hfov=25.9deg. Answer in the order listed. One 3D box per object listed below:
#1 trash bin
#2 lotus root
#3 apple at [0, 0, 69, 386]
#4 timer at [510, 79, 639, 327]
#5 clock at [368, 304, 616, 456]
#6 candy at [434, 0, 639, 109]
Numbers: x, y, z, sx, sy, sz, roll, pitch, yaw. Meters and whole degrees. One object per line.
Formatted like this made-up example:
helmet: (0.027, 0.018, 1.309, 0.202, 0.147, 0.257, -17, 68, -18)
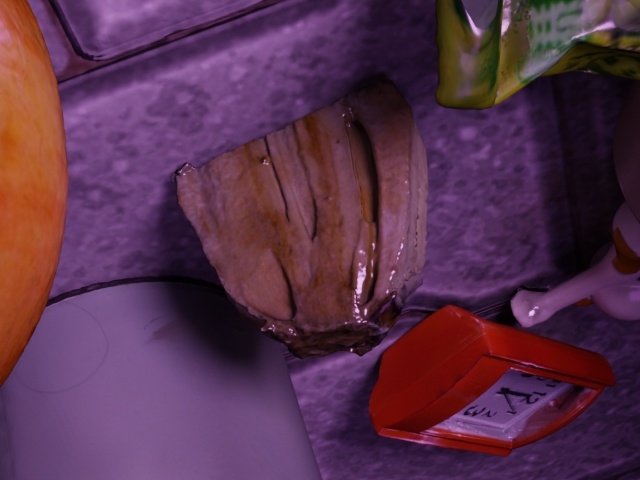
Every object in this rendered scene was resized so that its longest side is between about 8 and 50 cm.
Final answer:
trash bin: (-0.096, 0.188, 0.841, 0.217, 0.262, 0.277, -40, 137, 22)
lotus root: (0.000, 0.002, 0.776, 0.143, 0.144, 0.070, -17, 149, 10)
apple: (-0.233, -0.026, 0.546, 0.286, 0.286, 0.233, -42, 143, 24)
timer: (0.228, -0.011, 0.865, 0.175, 0.175, 0.266, -5, 154, -18)
clock: (0.122, 0.100, 0.990, 0.155, 0.061, 0.113, 19, 132, -42)
candy: (0.160, -0.126, 0.705, 0.246, 0.149, 0.069, 4, 172, -22)
